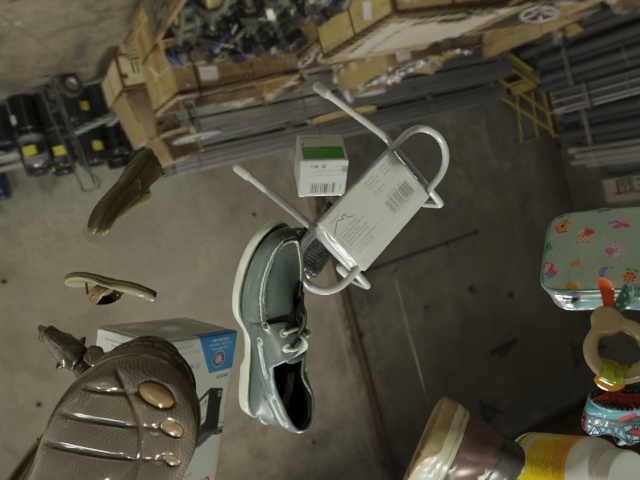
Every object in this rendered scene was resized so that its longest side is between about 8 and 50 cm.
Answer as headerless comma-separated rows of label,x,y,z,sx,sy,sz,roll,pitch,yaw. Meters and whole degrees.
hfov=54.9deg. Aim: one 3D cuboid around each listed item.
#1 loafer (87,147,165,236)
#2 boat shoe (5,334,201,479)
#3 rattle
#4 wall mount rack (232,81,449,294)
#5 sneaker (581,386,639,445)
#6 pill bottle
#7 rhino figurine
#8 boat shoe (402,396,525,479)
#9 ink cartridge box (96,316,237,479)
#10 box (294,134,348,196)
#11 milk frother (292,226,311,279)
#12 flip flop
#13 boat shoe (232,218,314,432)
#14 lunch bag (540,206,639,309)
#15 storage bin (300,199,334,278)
loafer,-0.256,-0.060,0.829,0.056,0.050,0.148,-11,-136,54
boat shoe,-0.207,0.232,0.518,0.355,0.132,0.130,-53,-169,8
rattle,0.579,0.186,1.212,0.130,0.199,0.143,-20,154,29
wall mount rack,0.040,-0.092,1.058,0.350,0.304,0.130,-47,-160,-9
sneaker,0.722,0.414,1.426,0.262,0.125,0.104,11,-155,-6
pill bottle,0.402,0.366,0.967,0.118,0.117,0.208,-18,175,-26
rhino figurine,-0.268,0.175,0.769,0.073,0.243,0.106,-55,164,-17
boat shoe,0.120,0.260,0.592,0.092,0.285,0.103,24,-135,19
ink cartridge box,-0.274,0.300,1.052,0.129,0.307,0.223,9,-178,26
box,0.000,-0.157,1.291,0.101,0.102,0.087,-3,-132,-9
milk frother,-0.025,0.031,1.731,0.129,0.134,0.143,-41,-150,-24
flip flop,-0.555,0.136,1.608,0.277,0.080,0.112,10,172,18
boat shoe,-0.044,0.123,0.811,0.099,0.319,0.116,25,-145,31
lunch bag,0.624,0.046,1.333,0.279,0.224,0.108,-6,149,40
storage bin,0.000,0.000,1.546,0.180,0.084,0.122,-55,-178,-7
